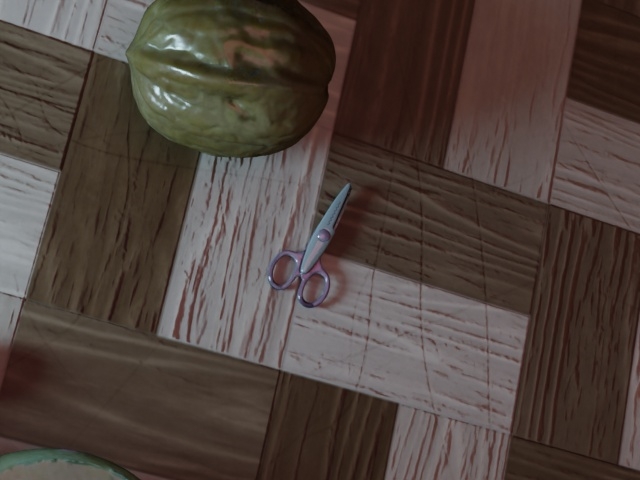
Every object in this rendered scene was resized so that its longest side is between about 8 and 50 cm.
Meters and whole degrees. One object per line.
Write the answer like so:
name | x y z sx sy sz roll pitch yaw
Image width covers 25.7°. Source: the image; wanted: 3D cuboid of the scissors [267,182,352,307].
scissors | 0.000 0.000 1.832 0.085 0.022 0.176 32 72 -8

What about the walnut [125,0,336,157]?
walnut | -0.112 -0.212 1.741 0.260 0.225 0.225 6 75 -14

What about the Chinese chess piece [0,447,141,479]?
Chinese chess piece | -0.307 0.407 1.553 0.349 0.146 0.350 5 75 -19
